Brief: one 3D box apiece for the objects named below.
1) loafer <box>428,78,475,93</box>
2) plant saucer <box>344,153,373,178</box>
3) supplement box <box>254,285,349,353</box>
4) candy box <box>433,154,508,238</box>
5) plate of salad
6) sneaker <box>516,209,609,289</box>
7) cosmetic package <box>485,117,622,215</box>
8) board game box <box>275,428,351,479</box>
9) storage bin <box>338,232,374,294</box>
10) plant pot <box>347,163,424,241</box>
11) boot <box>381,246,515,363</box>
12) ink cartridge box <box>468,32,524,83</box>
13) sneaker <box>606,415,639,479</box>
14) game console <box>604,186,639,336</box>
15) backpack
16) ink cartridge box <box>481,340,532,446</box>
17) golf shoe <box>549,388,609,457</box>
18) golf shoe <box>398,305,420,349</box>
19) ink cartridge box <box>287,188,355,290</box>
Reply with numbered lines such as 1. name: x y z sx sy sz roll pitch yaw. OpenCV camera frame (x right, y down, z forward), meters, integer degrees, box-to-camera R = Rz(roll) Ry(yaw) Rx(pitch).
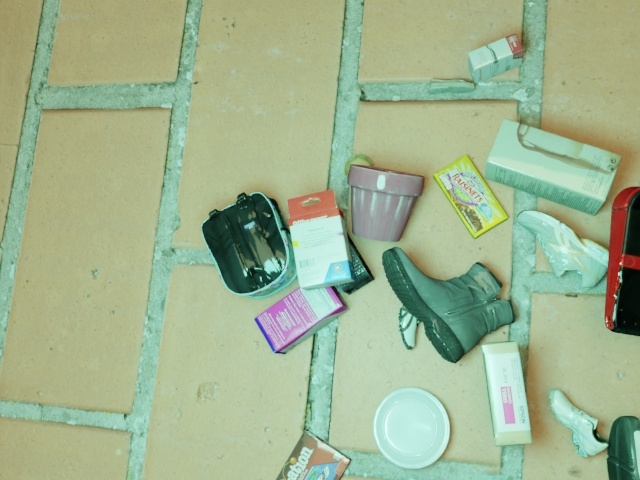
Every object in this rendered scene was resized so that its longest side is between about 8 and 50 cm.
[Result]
1. loafer: 0.359 -0.428 1.894 0.125 0.045 0.039 1 74 16
2. plant saucer: 0.108 -0.198 1.923 0.083 0.015 0.084 -2 80 13
3. supplement box: -0.047 0.195 1.839 0.220 0.111 0.114 -34 74 5
4. candy box: 0.397 -0.116 1.836 0.105 0.027 0.206 -31 75 3
5. plate of salad: 0.231 0.475 1.758 0.199 0.048 0.200 -6 73 21
6. sneaker: 0.595 0.023 1.732 0.262 0.099 0.121 35 93 17
7. cosmetic package: 0.578 -0.184 1.744 0.296 0.153 0.129 21 84 14
8. board game box: -0.051 0.653 1.802 0.145 0.027 0.281 29 88 17
9. storage bin: 0.059 0.043 1.836 0.084 0.122 0.180 -33 75 6
10. plant pot: 0.160 -0.096 1.811 0.201 0.201 0.180 11 98 15
11. boot: 0.320 0.116 1.737 0.222 0.118 0.338 -35 96 -13
12. ink cartridge box: 0.466 -0.485 1.848 0.135 0.099 0.056 -21 76 8
13. sneaker: 0.819 0.604 1.562 0.257 0.169 0.448 -11 86 2
14. game console: 0.836 0.065 1.606 0.386 0.060 0.342 10 86 -15
15. backpack: -0.176 0.028 1.857 0.225 0.191 0.254 -28 68 9
16. ink cartridge box: 0.443 0.361 1.653 0.088 0.193 0.235 -7 79 12
17. golf shoe: 0.620 0.426 1.652 0.086 0.069 0.176 -39 78 41
18. golf shoe: 0.248 0.184 1.791 0.093 0.077 0.198 -2 81 12
19. ink cartridge box: 0.000 0.000 1.752 0.134 0.078 0.231 -12 78 11
